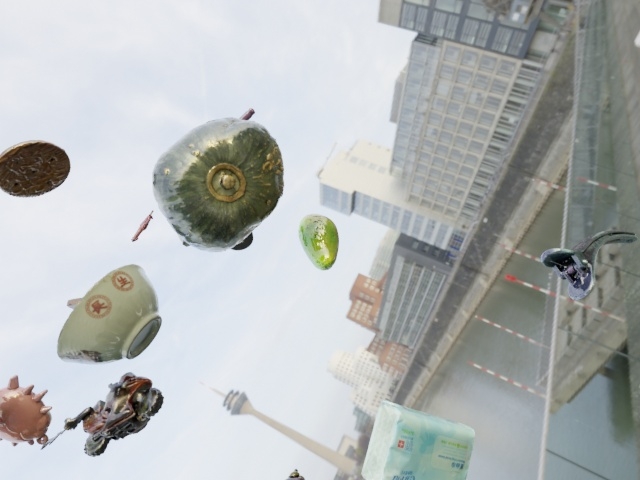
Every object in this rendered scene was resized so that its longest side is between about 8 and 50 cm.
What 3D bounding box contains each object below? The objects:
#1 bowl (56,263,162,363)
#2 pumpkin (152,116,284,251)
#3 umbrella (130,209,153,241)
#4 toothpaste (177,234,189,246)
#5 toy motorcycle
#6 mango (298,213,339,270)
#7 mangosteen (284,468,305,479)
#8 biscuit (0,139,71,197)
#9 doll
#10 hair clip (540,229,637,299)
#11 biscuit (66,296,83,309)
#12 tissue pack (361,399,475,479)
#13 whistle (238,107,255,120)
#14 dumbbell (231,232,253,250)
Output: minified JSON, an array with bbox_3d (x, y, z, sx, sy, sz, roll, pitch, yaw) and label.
[{"bbox_3d":[-0.583,0.251,1.298,0.337,0.158,0.337,-58,-8,-13],"label":"bowl"},{"bbox_3d":[-0.235,-0.140,1.066,0.328,0.257,0.291,-35,-65,-19],"label":"pumpkin"},{"bbox_3d":[-0.633,-0.052,1.562,0.165,0.027,0.025,-76,8,-45],"label":"umbrella"},{"bbox_3d":[-0.513,-0.046,1.605,0.043,0.194,0.067,22,-69,-43],"label":"toothpaste"},{"bbox_3d":[-0.662,0.545,1.349,0.401,0.207,0.134,-38,-46,1],"label":"toy motorcycle"},{"bbox_3d":[0.000,0.000,1.355,0.232,0.111,0.125,-115,39,-49],"label":"mango"},{"bbox_3d":[-0.068,0.639,1.117,0.081,0.081,0.081,-57,-18,-31],"label":"mangosteen"},{"bbox_3d":[-0.768,-0.188,1.171,0.188,0.027,0.187,-36,-23,-18],"label":"biscuit"},{"bbox_3d":[-0.899,0.502,1.282,0.211,0.262,0.093,-47,5,7],"label":"doll"},{"bbox_3d":[0.458,0.012,0.716,0.275,0.083,0.048,-20,-25,-36],"label":"hair clip"},{"bbox_3d":[-0.838,0.275,1.732,0.278,0.302,0.043,-40,36,49],"label":"biscuit"},{"bbox_3d":[0.241,0.502,1.033,0.089,0.263,0.177,-9,59,62],"label":"tissue pack"},{"bbox_3d":[-0.322,-0.458,1.722,0.176,0.033,0.033,-50,-20,-19],"label":"whistle"},{"bbox_3d":[-0.287,-0.058,1.492,0.191,0.100,0.100,-108,23,-49],"label":"dumbbell"}]
